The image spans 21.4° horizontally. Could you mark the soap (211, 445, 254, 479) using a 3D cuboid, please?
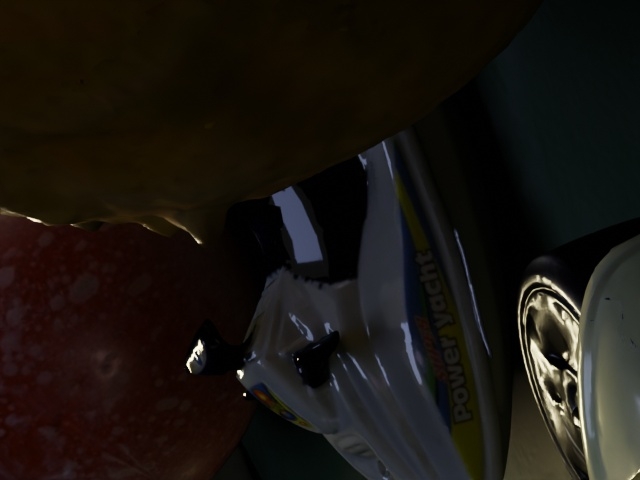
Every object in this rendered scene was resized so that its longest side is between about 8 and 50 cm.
[{"bbox_3d":[-0.161,0.210,1.271,0.258,0.159,0.302,54,150,34],"label":"soap"}]

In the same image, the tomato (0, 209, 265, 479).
[{"bbox_3d":[-0.146,0.043,1.014,0.270,0.227,0.270,62,-179,-1],"label":"tomato"}]

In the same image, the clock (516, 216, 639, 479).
[{"bbox_3d":[0.172,0.152,0.447,0.276,0.120,0.379,123,123,-75],"label":"clock"}]

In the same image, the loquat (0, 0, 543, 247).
[{"bbox_3d":[-0.064,-0.164,0.505,0.328,0.328,0.328,51,150,45],"label":"loquat"}]

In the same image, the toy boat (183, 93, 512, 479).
[{"bbox_3d":[0.005,-0.006,0.732,0.141,0.141,0.269,139,126,-68],"label":"toy boat"}]
